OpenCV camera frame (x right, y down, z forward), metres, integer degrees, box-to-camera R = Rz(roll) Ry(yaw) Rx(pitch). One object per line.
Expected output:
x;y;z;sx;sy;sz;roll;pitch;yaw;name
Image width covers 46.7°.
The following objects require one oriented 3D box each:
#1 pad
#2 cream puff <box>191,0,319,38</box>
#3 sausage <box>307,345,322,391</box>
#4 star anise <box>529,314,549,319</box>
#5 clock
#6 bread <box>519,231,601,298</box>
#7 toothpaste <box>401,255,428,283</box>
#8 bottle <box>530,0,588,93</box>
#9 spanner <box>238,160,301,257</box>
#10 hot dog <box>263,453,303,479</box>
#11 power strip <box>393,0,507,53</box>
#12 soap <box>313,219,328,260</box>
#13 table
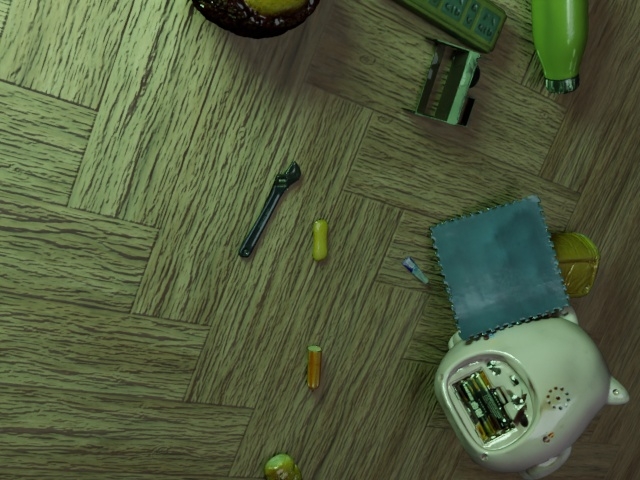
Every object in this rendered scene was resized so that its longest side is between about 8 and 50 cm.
0.394;0.058;1.628;0.269;0.012;0.270;-15;90;-7;pad
-0.105;-0.433;1.145;0.239;0.165;0.239;-13;114;-30;cream puff
-0.013;0.276;1.583;0.031;0.031;0.107;-10;114;-27;sausage
0.490;0.200;1.829;0.168;0.057;0.168;-15;122;-26;star anise
0.455;0.329;1.662;0.376;0.368;0.250;-31;158;8;clock
0.531;0.062;1.754;0.288;0.119;0.152;-3;115;-28;bread
0.210;0.066;1.635;0.024;0.015;0.083;-48;120;-2;toothpaste
0.492;-0.434;1.524;0.112;0.112;0.260;-23;120;-20;bottle
-0.097;-0.057;1.404;0.046;0.012;0.208;25;96;-36;spanner
-0.056;0.597;1.680;0.088;0.061;0.286;-38;126;-25;hot dog
0.203;-0.461;1.375;0.387;0.066;0.092;18;98;-34;power strip
0.000;0.000;1.484;0.034;0.012;0.089;-10;115;-27;soap
0.264;-0.308;1.478;0.175;0.062;0.146;9;106;-30;table
